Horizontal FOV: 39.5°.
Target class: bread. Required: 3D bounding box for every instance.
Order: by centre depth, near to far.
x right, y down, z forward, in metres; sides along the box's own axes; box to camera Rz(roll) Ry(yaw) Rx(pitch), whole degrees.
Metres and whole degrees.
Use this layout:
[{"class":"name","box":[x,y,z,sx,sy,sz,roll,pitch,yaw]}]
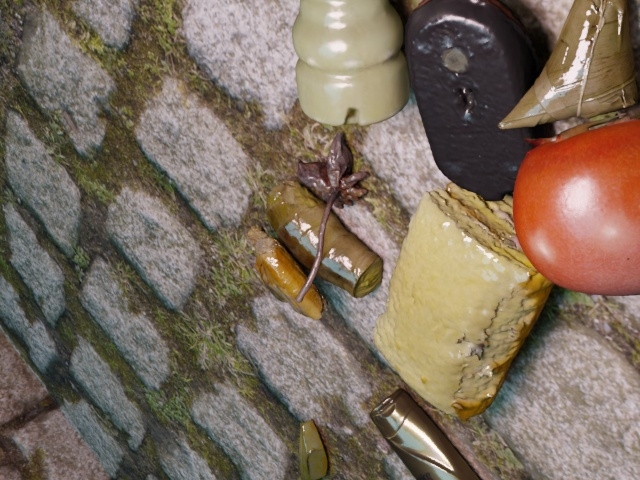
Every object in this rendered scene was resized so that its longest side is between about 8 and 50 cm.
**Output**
[{"class":"bread","box":[0.226,0.105,1.413,0.236,0.165,0.375,44,141,26]}]

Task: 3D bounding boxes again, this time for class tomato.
[{"class":"tomato","box":[0.358,-0.046,1.089,0.255,0.255,0.225,-2,95,49]}]

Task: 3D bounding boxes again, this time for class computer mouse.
[{"class":"computer mouse","box":[0.222,-0.207,1.242,0.183,0.116,0.323,7,132,34]}]

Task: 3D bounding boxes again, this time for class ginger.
[{"class":"ginger","box":[0.000,0.000,1.649,0.263,0.116,0.109,41,180,15]}]

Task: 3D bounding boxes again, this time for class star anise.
[{"class":"star anise","box":[-0.014,-0.045,1.534,0.148,0.227,0.219,9,127,22]}]

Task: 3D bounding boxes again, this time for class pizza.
[{"class":"pizza","box":[-0.086,0.058,1.720,0.189,0.071,0.297,52,175,-20]}]

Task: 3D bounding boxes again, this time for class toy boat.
[{"class":"toy boat","box":[-0.022,0.488,2.039,0.066,0.065,0.172,42,141,52]}]

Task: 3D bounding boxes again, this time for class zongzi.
[{"class":"zongzi","box":[0.297,-0.239,1.119,0.178,0.081,0.189,-9,110,15]}]

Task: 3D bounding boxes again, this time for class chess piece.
[{"class":"chess piece","box":[0.029,-0.391,1.267,0.234,0.234,0.442,22,133,38]}]

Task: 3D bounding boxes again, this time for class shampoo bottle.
[{"class":"shampoo bottle","box":[0.232,0.444,1.703,0.350,0.084,0.125,52,144,11]}]
